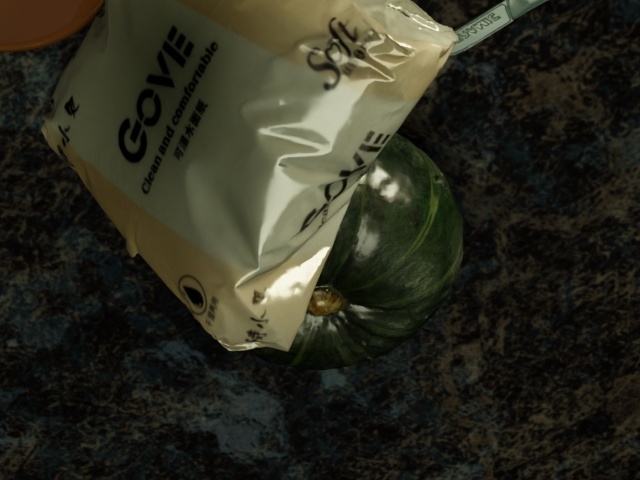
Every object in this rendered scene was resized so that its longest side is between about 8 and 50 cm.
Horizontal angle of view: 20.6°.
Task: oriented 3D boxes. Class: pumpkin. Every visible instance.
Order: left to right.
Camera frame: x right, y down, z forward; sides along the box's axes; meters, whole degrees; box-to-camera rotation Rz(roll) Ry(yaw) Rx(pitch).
[{"bbox_3d":[0.000,0.000,1.874,0.300,0.207,0.300,-4,136,-4],"label":"pumpkin"}]

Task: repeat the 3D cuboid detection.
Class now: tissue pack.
[{"bbox_3d":[-0.080,-0.142,1.685,0.195,0.390,0.375,2,125,-52],"label":"tissue pack"}]

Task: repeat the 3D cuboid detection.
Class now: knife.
[{"bbox_3d":[0.196,-0.237,1.798,0.210,0.015,0.028,-30,121,22],"label":"knife"}]

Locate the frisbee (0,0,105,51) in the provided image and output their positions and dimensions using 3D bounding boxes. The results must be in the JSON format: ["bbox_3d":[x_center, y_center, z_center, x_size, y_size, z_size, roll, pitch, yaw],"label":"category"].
[{"bbox_3d":[-0.309,-0.293,1.719,0.251,0.021,0.251,-5,125,-7],"label":"frisbee"}]
